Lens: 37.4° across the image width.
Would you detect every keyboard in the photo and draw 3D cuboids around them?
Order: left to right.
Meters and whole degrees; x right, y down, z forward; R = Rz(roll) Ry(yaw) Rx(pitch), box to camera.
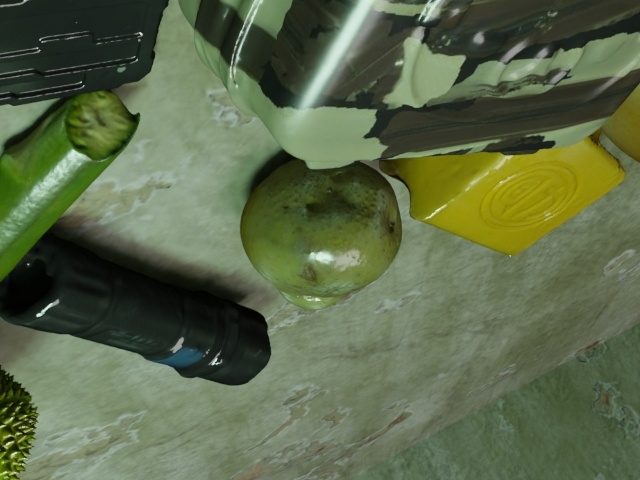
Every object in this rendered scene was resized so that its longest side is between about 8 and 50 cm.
[{"bbox_3d":[-0.222,-0.116,0.598,0.262,0.016,0.106,-16,153,-29],"label":"keyboard"}]

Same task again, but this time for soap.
[{"bbox_3d":[0.224,-0.087,1.095,0.204,0.096,0.324,-38,156,20],"label":"soap"}]

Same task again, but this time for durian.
[{"bbox_3d":[-0.360,0.179,0.875,0.198,0.159,0.146,-4,157,25],"label":"durian"}]

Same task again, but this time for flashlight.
[{"bbox_3d":[-0.178,0.080,0.973,0.103,0.103,0.424,-35,155,11],"label":"flashlight"}]

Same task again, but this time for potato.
[{"bbox_3d":[0.000,0.000,0.938,0.157,0.157,0.194,-23,155,-17],"label":"potato"}]

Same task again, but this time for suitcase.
[{"bbox_3d":[0.113,-0.217,0.576,0.351,0.194,0.339,-8,142,-39],"label":"suitcase"}]

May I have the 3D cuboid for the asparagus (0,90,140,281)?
[{"bbox_3d":[-0.245,-0.012,0.730,0.277,0.060,0.067,-42,144,25],"label":"asparagus"}]

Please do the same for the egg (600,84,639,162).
[{"bbox_3d":[0.360,-0.207,0.773,0.282,0.282,0.351,-13,142,-35],"label":"egg"}]
